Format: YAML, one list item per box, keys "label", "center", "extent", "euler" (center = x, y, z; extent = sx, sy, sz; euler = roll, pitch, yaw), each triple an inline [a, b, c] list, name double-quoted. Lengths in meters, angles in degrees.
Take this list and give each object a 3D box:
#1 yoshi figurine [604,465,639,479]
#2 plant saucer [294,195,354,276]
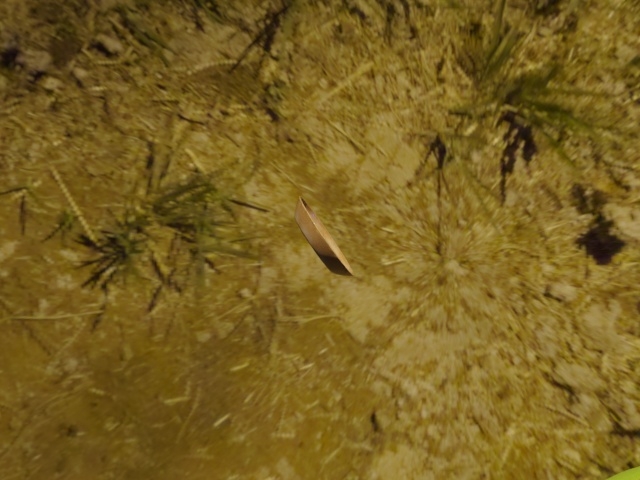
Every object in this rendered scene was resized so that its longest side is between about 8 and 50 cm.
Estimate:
- label: "yoshi figurine"
  center: [0.173, 0.216, 0.330]
  extent: [0.203, 0.203, 0.362]
  euler: [-45, 76, 7]
- label: "plant saucer"
  center: [0.000, 0.000, 0.867]
  extent: [0.015, 0.083, 0.083]
  euler: [-34, 85, 4]
